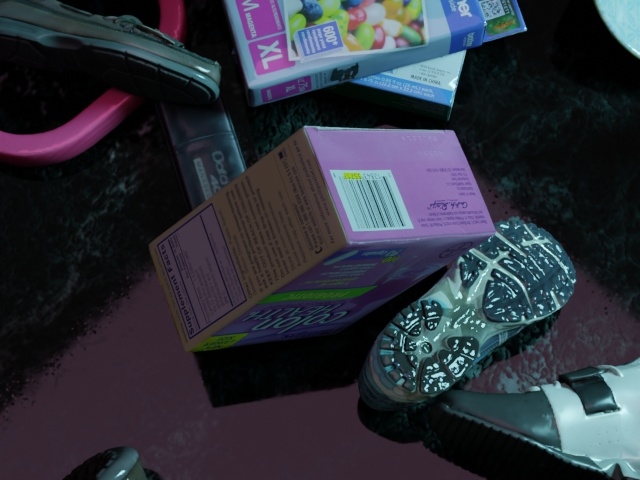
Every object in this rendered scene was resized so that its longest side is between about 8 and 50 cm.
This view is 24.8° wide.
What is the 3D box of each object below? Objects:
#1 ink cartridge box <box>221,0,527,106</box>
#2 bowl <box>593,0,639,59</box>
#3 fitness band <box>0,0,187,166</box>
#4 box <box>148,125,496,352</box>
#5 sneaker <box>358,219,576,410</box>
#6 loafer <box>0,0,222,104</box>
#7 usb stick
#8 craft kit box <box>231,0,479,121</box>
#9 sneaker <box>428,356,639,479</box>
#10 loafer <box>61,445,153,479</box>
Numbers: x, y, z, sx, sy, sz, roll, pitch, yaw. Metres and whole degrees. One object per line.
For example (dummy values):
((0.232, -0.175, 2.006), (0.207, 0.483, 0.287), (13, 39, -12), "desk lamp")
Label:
((0.050, -0.272, 1.555), (0.311, 0.065, 0.186), (-15, 74, -5), "ink cartridge box")
((0.423, -0.333, 1.552), (0.289, 0.289, 0.156), (4, 30, 2), "bowl")
((-0.282, -0.212, 1.600), (0.291, 0.054, 0.209), (-42, 77, -10), "fitness band")
((0.000, 0.000, 1.391), (0.213, 0.243, 0.117), (-3, 67, -47), "box")
((0.140, 0.077, 1.479), (0.283, 0.122, 0.110), (-31, 80, -32), "sneaker")
((-0.227, -0.216, 1.533), (0.267, 0.096, 0.084), (14, 70, 5), "loafer")
((-0.108, -0.047, 1.551), (0.077, 0.045, 0.278), (-15, 73, -11), "usb stick")
((0.053, -0.278, 1.614), (0.249, 0.061, 0.247), (15, 77, 5), "craft kit box")
((0.273, 0.178, 1.447), (0.330, 0.122, 0.146), (14, 65, -2), "sneaker")
((-0.255, 0.370, 1.400), (0.130, 0.134, 0.366), (32, 86, -14), "loafer")
